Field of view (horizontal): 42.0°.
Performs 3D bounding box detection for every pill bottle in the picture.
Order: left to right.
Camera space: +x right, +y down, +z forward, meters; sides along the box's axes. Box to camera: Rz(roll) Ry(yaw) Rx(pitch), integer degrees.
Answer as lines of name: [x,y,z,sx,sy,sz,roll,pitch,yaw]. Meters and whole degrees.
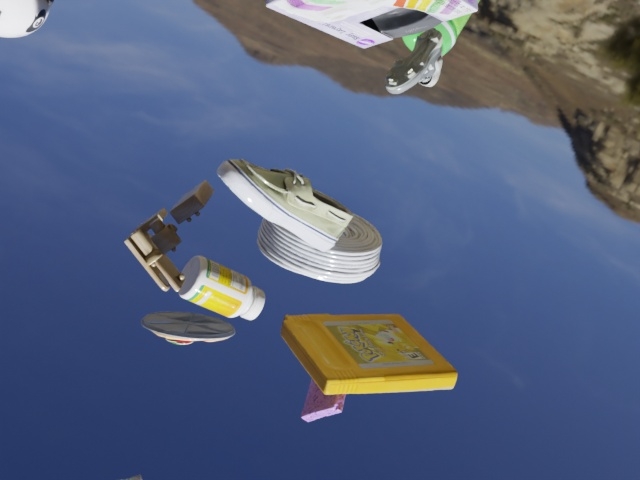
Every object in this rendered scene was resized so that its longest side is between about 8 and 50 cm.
pill bottle: [-0.250,0.128,2.139,0.208,0.118,0.117,27,-166,-30]

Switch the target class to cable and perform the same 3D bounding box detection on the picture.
cable: [0.000,0.000,1.701,0.257,0.089,0.257,21,-160,7]

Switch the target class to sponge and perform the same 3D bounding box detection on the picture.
sponge: [0.023,0.348,2.079,0.031,0.117,0.210,43,-139,-25]

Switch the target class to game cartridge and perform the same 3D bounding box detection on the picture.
game cartridge: [0.099,0.244,1.862,0.323,0.053,0.285,4,-158,-28]

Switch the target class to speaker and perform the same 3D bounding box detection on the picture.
speaker: [0.297,-0.552,1.884,0.131,0.296,0.131,27,158,12]

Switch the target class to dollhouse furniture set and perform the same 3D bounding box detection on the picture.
dollhouse furniture set: [-0.215,0.001,1.348,0.123,0.151,0.144,54,-170,-12]

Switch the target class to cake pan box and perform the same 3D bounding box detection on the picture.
cake pan box: [0.086,-0.399,1.340,0.245,0.070,0.267,-6,170,40]

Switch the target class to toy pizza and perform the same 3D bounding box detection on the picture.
toy pizza: [-0.281,0.190,1.774,0.201,0.032,0.201,8,-173,-1]

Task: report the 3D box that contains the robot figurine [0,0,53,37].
robot figurine: [-0.508,-0.474,1.378,0.173,0.278,0.209,10,168,9]

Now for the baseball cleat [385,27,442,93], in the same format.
baseball cleat: [0.198,-0.334,1.667,0.072,0.109,0.206,16,-127,33]

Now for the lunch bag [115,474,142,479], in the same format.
lunch bag: [-0.289,0.420,1.298,0.053,0.083,0.071,-8,-147,-14]

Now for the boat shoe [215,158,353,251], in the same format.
boat shoe: [-0.059,-0.079,1.476,0.302,0.094,0.109,32,-169,-47]
